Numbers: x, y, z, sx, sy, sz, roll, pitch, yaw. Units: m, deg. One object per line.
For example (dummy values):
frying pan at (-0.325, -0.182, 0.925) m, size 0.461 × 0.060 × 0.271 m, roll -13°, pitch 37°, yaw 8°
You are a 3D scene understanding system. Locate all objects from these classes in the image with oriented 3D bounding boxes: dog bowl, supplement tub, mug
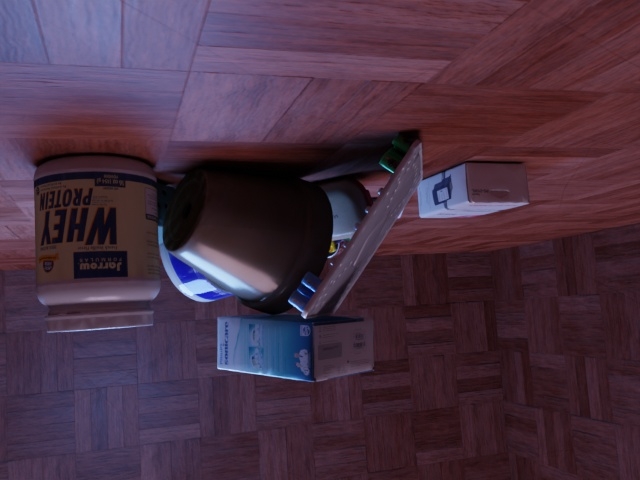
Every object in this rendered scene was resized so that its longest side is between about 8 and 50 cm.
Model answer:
dog bowl at (-0.269, 0.015, 1.610) m, size 0.104 × 0.265 × 0.265 m, roll -15°, pitch 169°, yaw 32°
supplement tub at (-0.439, 0.013, 1.272) m, size 0.235 × 0.325 × 0.235 m, roll -4°, pitch 174°, yaw 0°
mug at (0.046, -0.001, 2.639) m, size 0.113 × 0.150 × 0.169 m, roll -45°, pitch 163°, yaw 18°

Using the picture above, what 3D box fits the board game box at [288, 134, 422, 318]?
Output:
board game box at (0.090, -0.015, 1.361) m, size 0.050 × 0.390 × 0.390 m, roll 33°, pitch -179°, yaw 11°

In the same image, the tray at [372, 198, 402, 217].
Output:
tray at (0.116, -0.094, 1.942) m, size 0.270 × 0.030 × 0.145 m, roll -3°, pitch 163°, yaw -2°

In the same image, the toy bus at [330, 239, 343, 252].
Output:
toy bus at (0.000, 0.000, 2.417) m, size 0.211 × 0.149 × 0.220 m, roll -19°, pitch 177°, yaw -5°

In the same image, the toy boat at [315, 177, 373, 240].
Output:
toy boat at (0.044, -0.090, 1.638) m, size 0.231 × 0.151 × 0.151 m, roll -8°, pitch -158°, yaw 35°

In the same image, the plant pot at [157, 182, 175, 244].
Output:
plant pot at (-0.454, -0.051, 1.478) m, size 0.234 × 0.166 × 0.165 m, roll -12°, pitch 172°, yaw 18°

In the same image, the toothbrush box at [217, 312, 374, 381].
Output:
toothbrush box at (-0.058, 0.232, 1.447) m, size 0.295 × 0.126 × 0.216 m, roll -4°, pitch 175°, yaw 41°

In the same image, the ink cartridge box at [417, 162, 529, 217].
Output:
ink cartridge box at (0.372, -0.120, 1.588) m, size 0.172 × 0.100 × 0.237 m, roll -2°, pitch 175°, yaw -20°

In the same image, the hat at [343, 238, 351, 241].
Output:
hat at (0.088, -0.063, 2.275) m, size 0.173 × 0.183 × 0.208 m, roll -44°, pitch -167°, yaw 16°

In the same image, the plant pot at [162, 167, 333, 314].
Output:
plant pot at (-0.177, -0.024, 1.413) m, size 0.280 × 0.323 × 0.323 m, roll 22°, pitch 159°, yaw -36°
